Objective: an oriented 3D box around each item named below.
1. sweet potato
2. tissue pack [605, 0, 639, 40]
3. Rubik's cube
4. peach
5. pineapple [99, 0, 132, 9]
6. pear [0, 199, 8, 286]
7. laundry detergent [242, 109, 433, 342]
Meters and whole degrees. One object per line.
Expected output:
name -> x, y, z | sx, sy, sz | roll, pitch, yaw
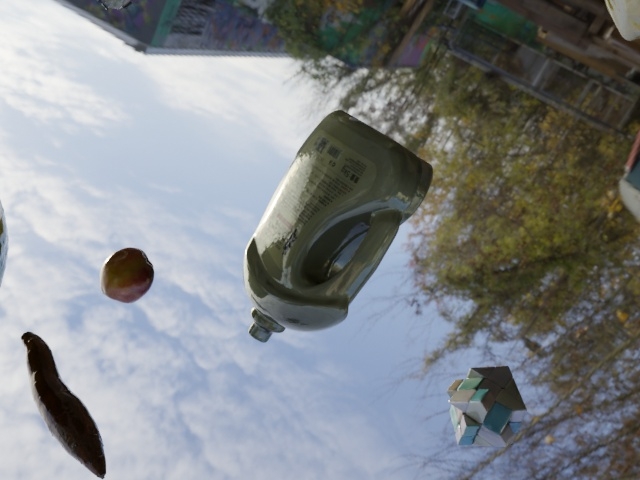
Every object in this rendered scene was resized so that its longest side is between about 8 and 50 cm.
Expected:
sweet potato -> -0.359, 0.223, 0.898 | 0.264, 0.057, 0.057 | 42, -155, 30
tissue pack -> 0.194, -0.177, 0.324 | 0.169, 0.082, 0.120 | -73, -40, -81
Rubik's cube -> 0.170, 0.178, 0.693 | 0.073, 0.075, 0.084 | 1, -155, -5
peach -> -0.359, 0.065, 1.212 | 0.101, 0.100, 0.100 | 24, -159, -9
pineapple -> -0.287, -0.471, 0.698 | 0.286, 0.209, 0.344 | 56, -177, 18
pear -> -0.584, -0.010, 0.837 | 0.391, 0.391, 0.391 | 24, -159, -9
laundry detergent -> 0.000, 0.000, 0.685 | 0.091, 0.253, 0.181 | 25, -169, -38
